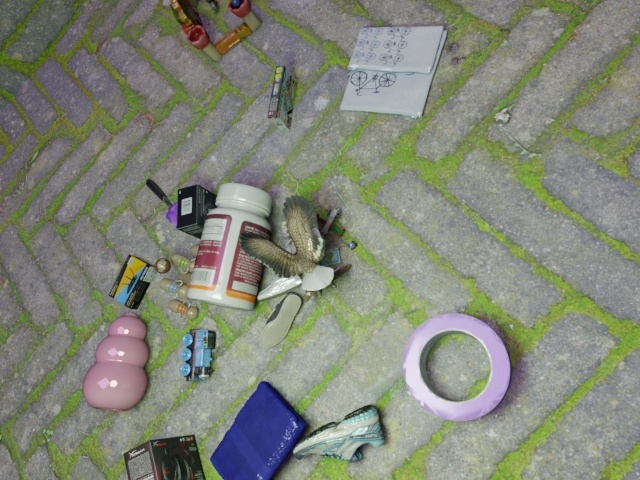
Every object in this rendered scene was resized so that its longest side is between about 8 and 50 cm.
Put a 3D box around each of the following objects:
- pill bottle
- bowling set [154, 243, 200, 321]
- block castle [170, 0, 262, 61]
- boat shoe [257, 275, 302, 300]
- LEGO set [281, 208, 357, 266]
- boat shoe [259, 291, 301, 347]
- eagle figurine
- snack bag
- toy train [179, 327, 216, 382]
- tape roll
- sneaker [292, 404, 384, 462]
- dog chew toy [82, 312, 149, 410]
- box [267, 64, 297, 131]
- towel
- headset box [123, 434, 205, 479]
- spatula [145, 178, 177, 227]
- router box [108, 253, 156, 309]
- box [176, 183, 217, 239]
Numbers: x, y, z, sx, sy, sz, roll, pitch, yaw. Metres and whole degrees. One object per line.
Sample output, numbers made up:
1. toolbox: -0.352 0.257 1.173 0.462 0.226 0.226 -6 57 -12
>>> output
1. pill bottle: -0.290 0.023 1.604 0.224 0.224 0.391 5 76 26
2. bowling set: -0.471 0.137 1.672 0.154 0.200 0.286 17 86 26
3. block castle: -0.472 -1.011 2.014 0.303 0.213 0.453 -32 64 12
4. boat shoe: -0.130 0.142 1.579 0.184 0.066 0.063 -26 74 15
5. LEGO set: 0.000 0.000 1.596 0.244 0.060 0.182 -14 81 21
6. boat shoe: -0.133 0.257 1.566 0.206 0.075 0.065 -57 18 5
7. eagle figurine: -0.080 0.037 1.465 0.225 0.226 0.298 -29 101 33
8. snack bag: 0.238 -0.589 1.664 0.323 0.037 0.342 14 80 27
9. toy train: -0.414 0.388 1.630 0.105 0.080 0.184 -6 72 16
10. tape roll: 0.365 0.337 1.289 0.275 0.090 0.274 -8 71 23
11. sneaker: 0.050 0.574 1.349 0.283 0.110 0.122 -31 76 18
12. dog chew toy: -0.700 0.419 1.686 0.207 0.206 0.331 -8 64 22
13. box: -0.138 -0.520 1.767 0.036 0.114 0.206 1 75 24
14. towel: -0.185 0.609 1.442 0.228 0.076 0.308 34 92 42
15. headset box: -0.450 0.758 1.450 0.110 0.218 0.293 -30 63 13
16. spatula: -0.618 -0.156 1.916 0.296 0.030 0.084 42 96 28
17. router box: -0.725 0.160 1.857 0.133 0.046 0.178 22 84 28
18. box: -0.434 -0.099 1.743 0.093 0.158 0.155 -12 70 21
